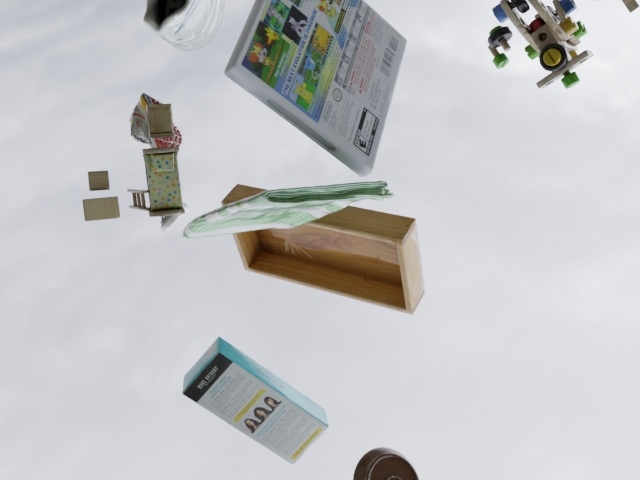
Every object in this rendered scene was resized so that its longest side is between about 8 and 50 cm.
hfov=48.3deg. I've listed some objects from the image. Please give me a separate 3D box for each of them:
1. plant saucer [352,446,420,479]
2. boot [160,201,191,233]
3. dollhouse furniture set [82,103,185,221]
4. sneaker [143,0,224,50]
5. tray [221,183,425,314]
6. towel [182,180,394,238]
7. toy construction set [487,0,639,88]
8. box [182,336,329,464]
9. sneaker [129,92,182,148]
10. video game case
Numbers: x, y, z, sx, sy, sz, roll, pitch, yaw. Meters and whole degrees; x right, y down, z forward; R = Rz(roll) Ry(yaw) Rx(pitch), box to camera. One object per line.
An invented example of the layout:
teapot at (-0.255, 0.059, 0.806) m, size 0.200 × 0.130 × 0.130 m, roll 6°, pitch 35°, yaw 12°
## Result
plant saucer at (0.146, 0.512, 1.480) m, size 0.168 × 0.168 × 0.029 m, roll -47°, pitch -176°, yaw -38°
boot at (-0.369, -0.074, 1.704) m, size 0.069 × 0.086 × 0.190 m, roll -45°, pitch -172°, yaw 4°
dollhouse furniture set at (-0.313, -0.128, 1.167) m, size 0.161 × 0.181 × 0.101 m, roll -7°, pitch -171°, yaw -14°
sneaker at (-0.166, -0.398, 0.928) m, size 0.111 × 0.297 × 0.129 m, roll 11°, pitch -165°, yaw 7°
tray at (0.005, 0.011, 1.470) m, size 0.411 × 0.202 × 0.076 m, roll 14°, pitch -132°, yaw 28°
towel at (-0.067, -0.049, 1.202) m, size 0.248 × 0.038 × 0.325 m, roll -7°, pitch 177°, yaw -35°
toy construction set at (0.551, -0.456, 1.572) m, size 0.309 × 0.257 × 0.237 m, roll -30°, pitch -106°, yaw 10°
box at (-0.110, 0.278, 1.231) m, size 0.100 × 0.244 × 0.060 m, roll -48°, pitch -162°, yaw 9°
sneaker at (-0.392, -0.253, 1.680) m, size 0.092 × 0.088 × 0.225 m, roll -50°, pitch -139°, yaw 17°
video game case at (0.009, -0.317, 1.223) m, size 0.036 × 0.300 × 0.328 m, roll -22°, pitch -138°, yaw 47°
